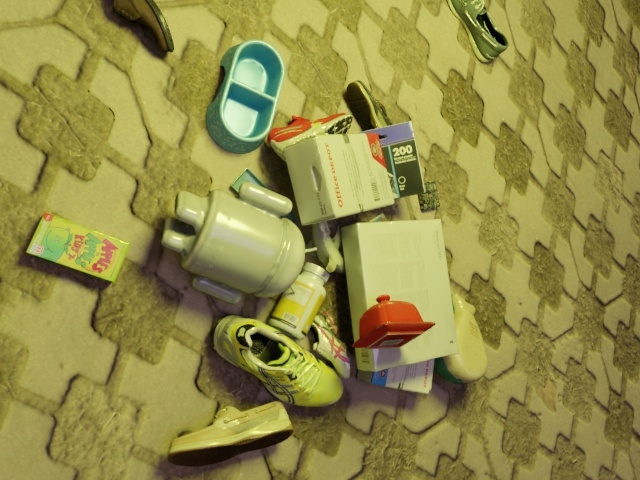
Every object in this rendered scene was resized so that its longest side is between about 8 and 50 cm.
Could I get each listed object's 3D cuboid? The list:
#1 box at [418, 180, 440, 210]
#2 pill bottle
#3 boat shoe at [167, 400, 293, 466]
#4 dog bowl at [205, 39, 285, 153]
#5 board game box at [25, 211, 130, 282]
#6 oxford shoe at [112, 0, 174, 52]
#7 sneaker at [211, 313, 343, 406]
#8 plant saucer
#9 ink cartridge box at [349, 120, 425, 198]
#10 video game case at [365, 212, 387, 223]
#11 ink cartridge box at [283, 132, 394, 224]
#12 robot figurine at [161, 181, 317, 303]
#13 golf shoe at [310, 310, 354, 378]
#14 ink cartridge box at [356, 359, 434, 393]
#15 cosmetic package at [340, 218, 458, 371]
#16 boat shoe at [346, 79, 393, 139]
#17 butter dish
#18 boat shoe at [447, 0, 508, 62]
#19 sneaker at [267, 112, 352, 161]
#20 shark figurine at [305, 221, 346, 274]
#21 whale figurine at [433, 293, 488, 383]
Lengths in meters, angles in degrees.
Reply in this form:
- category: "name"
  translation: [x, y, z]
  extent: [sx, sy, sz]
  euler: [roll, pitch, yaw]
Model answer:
- category: "box"
  translation: [0.334, -0.139, 1.597]
  extent: [0.067, 0.018, 0.083]
  euler: [-13, 93, -29]
- category: "pill bottle"
  translation: [-0.049, 0.153, 1.321]
  extent: [0.103, 0.103, 0.184]
  euler: [35, 71, -22]
- category: "boat shoe"
  translation: [-0.215, 0.451, 1.222]
  extent: [0.302, 0.109, 0.098]
  euler: [-4, 49, -28]
- category: "dog bowl"
  translation: [-0.181, -0.370, 1.303]
  extent: [0.165, 0.074, 0.297]
  euler: [19, 78, -26]
- category: "board game box"
  translation: [-0.518, 0.017, 1.109]
  extent: [0.181, 0.043, 0.092]
  euler: [24, 75, -25]
- category: "oxford shoe"
  translation: [-0.423, -0.529, 1.191]
  extent: [0.096, 0.083, 0.227]
  euler: [-35, 103, -6]
- category: "sneaker"
  translation: [-0.088, 0.315, 1.264]
  extent: [0.384, 0.147, 0.145]
  euler: [34, 70, -25]
- category: "plant saucer"
  translation: [-0.146, -0.097, 1.335]
  extent: [0.192, 0.018, 0.067]
  euler: [46, 67, -19]
- category: "ink cartridge box"
  translation: [0.173, -0.214, 1.440]
  extent: [0.206, 0.045, 0.208]
  euler: [-11, 92, 10]
- category: "video game case"
  translation: [0.176, -0.007, 1.507]
  extent: [0.087, 0.011, 0.122]
  euler: [-32, 102, -26]
- category: "ink cartridge box"
  translation: [0.052, -0.159, 1.295]
  extent: [0.272, 0.114, 0.197]
  euler: [-16, 93, -51]
- category: "robot figurine"
  translation: [-0.184, 0.012, 1.199]
  extent: [0.353, 0.200, 0.300]
  euler: [23, 111, -23]
- category: "golf shoe"
  translation: [0.021, 0.285, 1.363]
  extent: [0.086, 0.067, 0.186]
  euler: [-22, 78, -22]
- category: "ink cartridge box"
  translation: [0.217, 0.342, 1.461]
  extent: [0.203, 0.086, 0.148]
  euler: [18, 76, -26]
- category: "cosmetic package"
  translation: [0.215, 0.137, 1.386]
  extent: [0.284, 0.097, 0.377]
  euler: [-3, 84, -27]
- category: "boat shoe"
  translation: [0.152, -0.364, 1.486]
  extent: [0.073, 0.080, 0.224]
  euler: [-43, 112, -30]
- category: "butter dish"
  translation: [0.162, 0.186, 1.229]
  extent: [0.160, 0.160, 0.118]
  euler: [3, 58, -27]
- category: "boat shoe"
  translation: [0.519, -0.751, 1.695]
  extent: [0.116, 0.099, 0.319]
  euler: [-36, 103, -25]
- category: "sneaker"
  translation: [-0.024, -0.297, 1.371]
  extent: [0.118, 0.107, 0.279]
  euler: [42, 46, 23]
- category: "shark figurine"
  translation: [-0.013, -0.017, 1.361]
  extent: [0.166, 0.116, 0.278]
  euler: [-40, 117, -60]
- category: "whale figurine"
  translation: [0.410, 0.302, 1.564]
  extent: [0.216, 0.141, 0.272]
  euler: [32, 48, -25]
